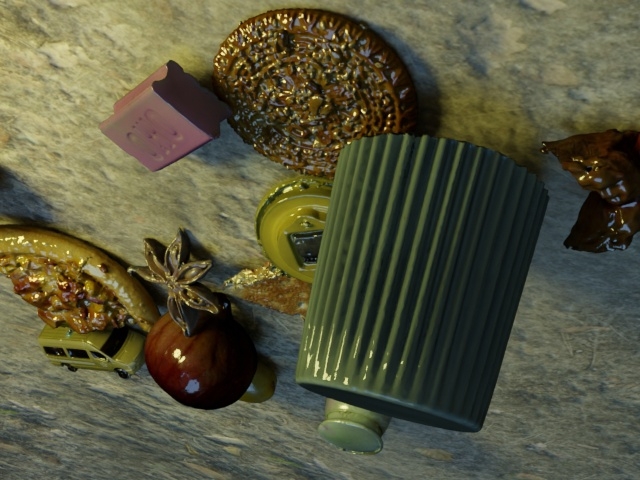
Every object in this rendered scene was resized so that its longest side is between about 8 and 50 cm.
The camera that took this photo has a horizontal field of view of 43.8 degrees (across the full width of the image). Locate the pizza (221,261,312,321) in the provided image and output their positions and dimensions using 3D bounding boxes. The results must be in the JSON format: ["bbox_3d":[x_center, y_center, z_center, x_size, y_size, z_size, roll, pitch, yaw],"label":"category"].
[{"bbox_3d":[-0.088,0.083,1.484,0.195,0.052,0.185,3,137,10],"label":"pizza"}]

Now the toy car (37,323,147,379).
[{"bbox_3d":[-0.523,0.239,1.843,0.257,0.101,0.124,1,136,26],"label":"toy car"}]

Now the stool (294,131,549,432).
[{"bbox_3d":[0.129,0.066,1.072,0.297,0.329,0.297,14,165,4],"label":"stool"}]

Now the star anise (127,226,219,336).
[{"bbox_3d":[-0.261,0.066,1.508,0.208,0.063,0.171,45,121,13],"label":"star anise"}]

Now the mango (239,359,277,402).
[{"bbox_3d":[-0.192,0.299,1.784,0.195,0.091,0.130,17,147,19],"label":"mango"}]

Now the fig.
[{"bbox_3d":[-0.236,0.233,1.618,0.214,0.235,0.235,-36,128,-2],"label":"fig"}]

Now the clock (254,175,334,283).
[{"bbox_3d":[0.000,0.000,1.310,0.237,0.057,0.237,7,133,7],"label":"clock"}]

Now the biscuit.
[{"bbox_3d":[-0.012,-0.193,1.120,0.306,0.038,0.305,13,143,10],"label":"biscuit"}]

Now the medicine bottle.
[{"bbox_3d":[0.078,0.367,1.695,0.147,0.143,0.147,13,143,10],"label":"medicine bottle"}]

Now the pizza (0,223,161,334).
[{"bbox_3d":[-0.526,0.093,1.663,0.409,0.114,0.278,35,136,-15],"label":"pizza"}]

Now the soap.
[{"bbox_3d":[-0.234,-0.179,1.188,0.122,0.065,0.203,39,149,-23],"label":"soap"}]

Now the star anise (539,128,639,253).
[{"bbox_3d":[0.411,-0.091,0.967,0.238,0.148,0.346,22,156,-9],"label":"star anise"}]
